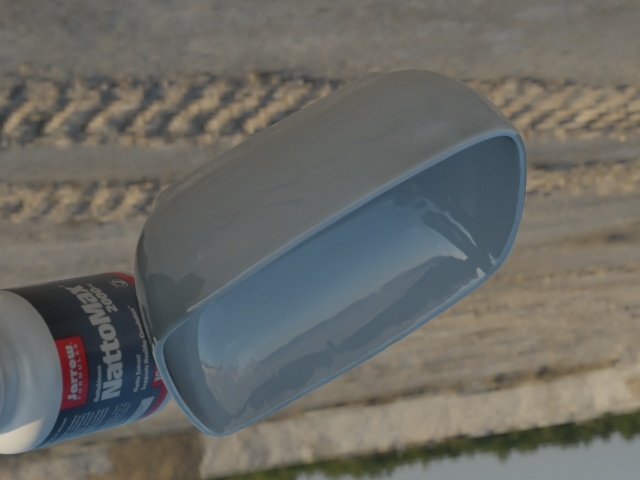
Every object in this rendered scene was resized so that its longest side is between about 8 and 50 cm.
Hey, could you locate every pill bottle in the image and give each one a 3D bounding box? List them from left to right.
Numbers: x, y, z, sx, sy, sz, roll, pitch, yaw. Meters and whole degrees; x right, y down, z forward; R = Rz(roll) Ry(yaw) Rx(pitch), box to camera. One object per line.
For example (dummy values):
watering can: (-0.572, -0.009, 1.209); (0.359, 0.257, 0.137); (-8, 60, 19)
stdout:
pill bottle: (-0.187, 0.082, 0.954); (0.108, 0.108, 0.180); (-15, 177, 37)

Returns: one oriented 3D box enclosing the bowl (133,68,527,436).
bowl: (0.000, 0.000, 0.502); (0.142, 0.053, 0.142); (-30, 159, -7)
